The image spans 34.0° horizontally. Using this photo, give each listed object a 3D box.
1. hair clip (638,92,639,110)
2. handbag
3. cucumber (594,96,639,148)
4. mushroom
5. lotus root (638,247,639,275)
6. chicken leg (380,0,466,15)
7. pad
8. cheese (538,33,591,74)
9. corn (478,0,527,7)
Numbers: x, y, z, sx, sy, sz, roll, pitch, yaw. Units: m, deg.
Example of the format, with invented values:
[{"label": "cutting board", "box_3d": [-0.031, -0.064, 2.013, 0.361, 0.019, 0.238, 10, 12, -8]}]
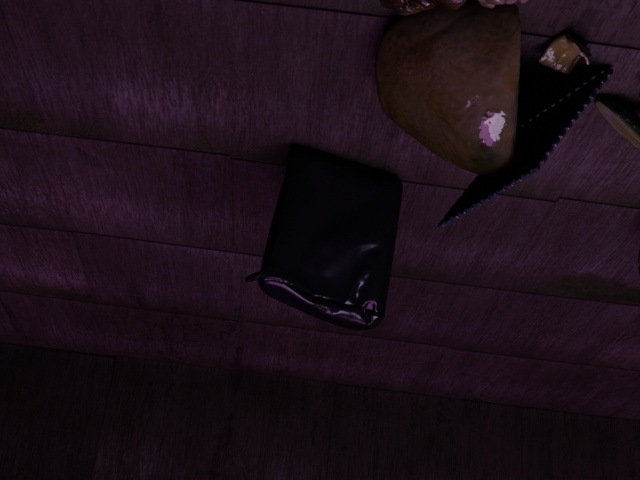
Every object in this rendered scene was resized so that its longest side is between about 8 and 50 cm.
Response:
[{"label": "hair clip", "box_3d": [0.570, -0.178, 1.623, 0.187, 0.056, 0.146, 43, 156, -9]}, {"label": "handbag", "box_3d": [0.000, 0.001, 1.976, 0.275, 0.302, 0.178, 16, 161, -17]}, {"label": "cucumber", "box_3d": [0.488, -0.195, 1.677, 0.107, 0.035, 0.067, 45, 180, 4]}, {"label": "mushroom", "box_3d": [0.188, -0.206, 1.581, 0.217, 0.212, 0.292, -2, 164, 7]}, {"label": "lotus root", "box_3d": [0.760, 0.019, 1.977, 0.309, 0.183, 0.183, -16, 149, 30]}, {"label": "chicken leg", "box_3d": [0.136, -0.330, 1.374, 0.085, 0.069, 0.198, 42, 175, -29]}, {"label": "pad", "box_3d": [0.317, -0.141, 1.638, 0.012, 0.269, 0.269, 45, 146, -6]}, {"label": "cheese", "box_3d": [0.370, -0.278, 1.544, 0.060, 0.041, 0.084, 23, 168, -18]}, {"label": "corn", "box_3d": [0.177, -0.393, 1.243, 0.126, 0.127, 0.335, -4, 158, 23]}]
